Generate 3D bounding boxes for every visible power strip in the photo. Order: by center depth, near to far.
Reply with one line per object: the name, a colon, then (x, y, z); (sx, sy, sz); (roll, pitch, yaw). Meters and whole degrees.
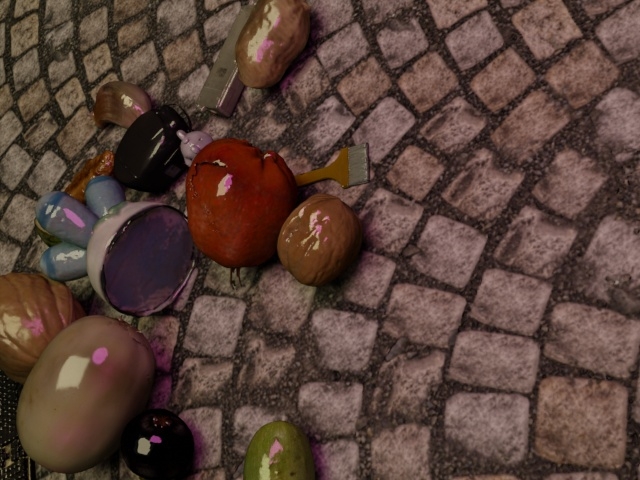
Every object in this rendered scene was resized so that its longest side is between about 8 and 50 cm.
power strip: (-0.180, -0.385, 1.815); (0.078, 0.052, 0.272); (19, 81, 37)

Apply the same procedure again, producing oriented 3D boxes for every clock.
clock: (-0.215, -0.154, 1.701); (0.080, 0.117, 0.176); (-49, 54, 7)

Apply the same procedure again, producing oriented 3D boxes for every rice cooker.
rice cooker: (-0.347, -0.193, 1.802); (0.203, 0.118, 0.142); (-45, 53, 11)

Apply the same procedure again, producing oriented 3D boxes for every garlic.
garlic: (-0.439, -0.292, 1.937); (0.198, 0.090, 0.128); (27, 102, 31)

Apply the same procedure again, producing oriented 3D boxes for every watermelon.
watermelon: (-0.603, -0.010, 1.944); (0.163, 0.087, 0.068); (37, 130, 40)

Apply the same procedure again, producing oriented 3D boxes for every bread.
bread: (-0.508, -0.125, 1.900); (0.233, 0.076, 0.104); (-33, 39, 33)

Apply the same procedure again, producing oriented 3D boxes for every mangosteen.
mangosteen: (-0.298, 0.386, 1.543); (0.137, 0.137, 0.151); (31, 124, 37)

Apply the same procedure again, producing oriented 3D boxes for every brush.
brush: (0.002, -0.126, 1.617); (0.205, 0.011, 0.083); (-13, 66, 29)

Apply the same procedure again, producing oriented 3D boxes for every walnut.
walnut: (0.000, 0.000, 1.489); (0.166, 0.149, 0.166); (-52, 27, 41)
walnut: (-0.594, 0.174, 1.750); (0.225, 0.225, 0.261); (-52, 47, 4)

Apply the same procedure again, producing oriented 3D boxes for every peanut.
peanut: (-0.094, -0.411, 1.726); (0.129, 0.129, 0.224); (32, 98, 37)

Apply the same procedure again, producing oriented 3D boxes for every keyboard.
keyboard: (-0.659, 0.383, 1.828); (0.106, 0.027, 0.316); (-27, 58, 22)

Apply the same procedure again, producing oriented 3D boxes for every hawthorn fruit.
hawthorn fruit: (-0.152, -0.039, 1.568); (0.211, 0.211, 0.299); (30, 119, 37)

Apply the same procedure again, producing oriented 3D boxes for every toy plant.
toy plant: (-0.441, -0.008, 1.710); (0.332, 0.247, 0.247); (23, 85, 34)

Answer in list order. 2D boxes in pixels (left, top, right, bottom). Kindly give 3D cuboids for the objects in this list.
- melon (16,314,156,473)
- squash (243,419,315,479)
melon: (-0.439, 0.286, 1.602); (0.223, 0.223, 0.316); (32, 93, 37)
squash: (-0.063, 0.473, 1.351); (0.118, 0.118, 0.370); (-14, 67, 28)
